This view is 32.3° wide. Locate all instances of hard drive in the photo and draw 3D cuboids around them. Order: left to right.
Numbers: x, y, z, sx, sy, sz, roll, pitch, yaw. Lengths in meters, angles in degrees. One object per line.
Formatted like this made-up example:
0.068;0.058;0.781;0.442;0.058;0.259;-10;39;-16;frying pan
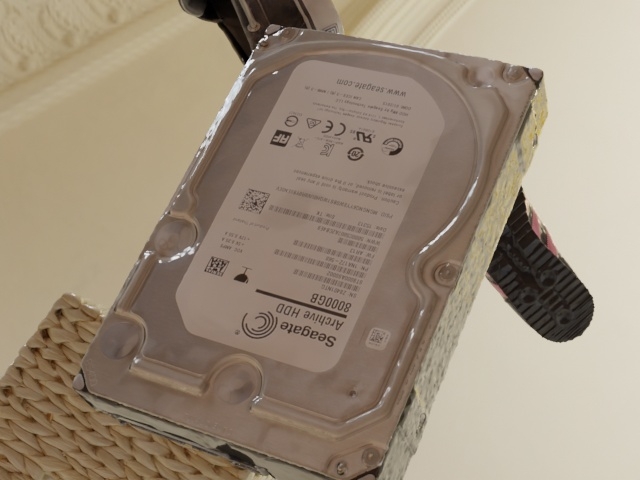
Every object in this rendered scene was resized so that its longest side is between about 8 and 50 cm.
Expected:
0.000;0.000;0.797;0.237;0.064;0.339;15;-115;25;hard drive

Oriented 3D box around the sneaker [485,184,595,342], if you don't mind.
0.222;-0.015;1.397;0.112;0.131;0.319;-32;-77;3;sneaker

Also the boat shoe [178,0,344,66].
-0.091;-0.251;1.026;0.102;0.108;0.301;-25;-124;-14;boat shoe

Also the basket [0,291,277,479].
-0.210;0.257;1.324;0.328;0.331;0.266;29;-95;14;basket
